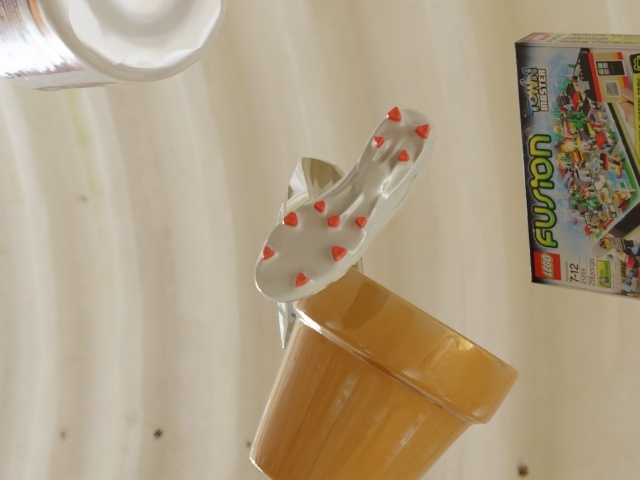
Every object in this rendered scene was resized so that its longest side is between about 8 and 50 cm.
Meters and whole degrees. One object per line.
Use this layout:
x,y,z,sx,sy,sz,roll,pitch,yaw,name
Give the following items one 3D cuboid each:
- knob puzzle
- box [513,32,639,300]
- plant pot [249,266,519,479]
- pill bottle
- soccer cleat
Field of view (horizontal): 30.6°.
0.000,0.000,1.251,0.213,0.030,0.213,-21,-113,60,knob puzzle
0.217,-0.058,0.919,0.114,0.207,0.036,8,-153,36,box
0.038,0.141,1.026,0.188,0.205,0.205,-58,-145,-1,plant pot
-0.292,-0.289,1.361,0.392,0.224,0.224,8,-123,55,pill bottle
0.025,-0.021,0.920,0.068,0.076,0.196,37,-105,18,soccer cleat
